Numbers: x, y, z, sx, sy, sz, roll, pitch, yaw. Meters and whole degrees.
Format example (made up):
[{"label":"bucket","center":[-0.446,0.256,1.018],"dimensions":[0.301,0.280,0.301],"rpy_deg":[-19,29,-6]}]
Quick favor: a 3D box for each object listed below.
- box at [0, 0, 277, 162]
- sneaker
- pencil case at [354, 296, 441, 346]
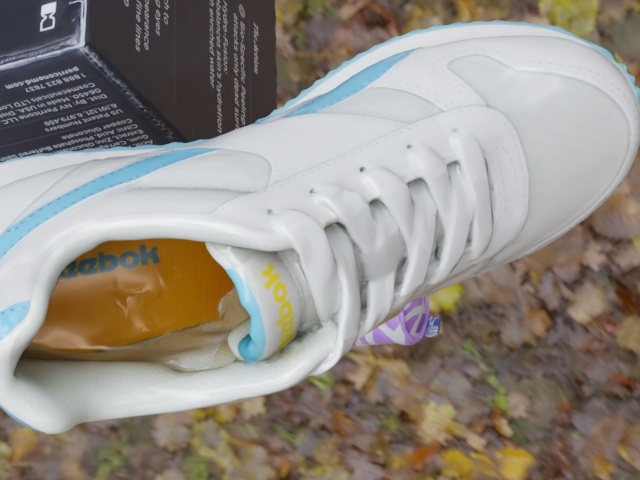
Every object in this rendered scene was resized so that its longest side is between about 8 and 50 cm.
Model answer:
[{"label":"box","center":[-0.087,-0.088,0.639],"dimensions":[0.093,0.158,0.156],"rpy_deg":[-13,60,20]},{"label":"sneaker","center":[0.000,0.000,0.505],"dimensions":[0.228,0.087,0.092],"rpy_deg":[-19,27,-10]},{"label":"pencil case","center":[-0.019,0.035,1.213],"dimensions":[0.206,0.086,0.088],"rpy_deg":[-2,46,16]}]
